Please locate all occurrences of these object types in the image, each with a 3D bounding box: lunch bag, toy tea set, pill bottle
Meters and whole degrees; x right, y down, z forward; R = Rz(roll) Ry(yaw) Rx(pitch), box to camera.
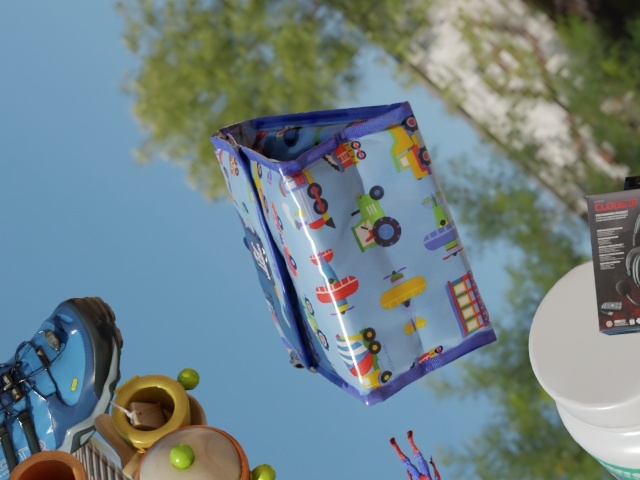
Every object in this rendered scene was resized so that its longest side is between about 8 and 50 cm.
[{"bbox_3d":[0.000,0.000,1.512,0.293,0.138,0.221,10,124,66],"label":"lunch bag"},{"bbox_3d":[-0.205,0.229,1.393,0.200,0.336,0.124,41,159,34],"label":"toy tea set"},{"bbox_3d":[0.369,0.166,1.774,0.361,0.204,0.204,41,-169,-47],"label":"pill bottle"}]

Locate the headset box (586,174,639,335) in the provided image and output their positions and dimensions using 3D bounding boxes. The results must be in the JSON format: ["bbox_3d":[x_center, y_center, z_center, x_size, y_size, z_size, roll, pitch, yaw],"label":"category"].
[{"bbox_3d":[0.177,0.006,0.903,0.032,0.062,0.083,17,-112,-70],"label":"headset box"}]

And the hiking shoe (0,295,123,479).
[{"bbox_3d":[-0.306,0.176,1.638,0.113,0.304,0.132,48,-159,30],"label":"hiking shoe"}]

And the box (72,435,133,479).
[{"bbox_3d":[-0.206,0.302,1.747,0.275,0.113,0.094,30,174,45],"label":"box"}]

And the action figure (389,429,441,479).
[{"bbox_3d":[0.124,0.284,2.069,0.115,0.038,0.030,62,-173,-20],"label":"action figure"}]

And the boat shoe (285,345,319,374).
[{"bbox_3d":[0.004,0.142,2.260,0.223,0.080,0.073,171,87,-72],"label":"boat shoe"}]
